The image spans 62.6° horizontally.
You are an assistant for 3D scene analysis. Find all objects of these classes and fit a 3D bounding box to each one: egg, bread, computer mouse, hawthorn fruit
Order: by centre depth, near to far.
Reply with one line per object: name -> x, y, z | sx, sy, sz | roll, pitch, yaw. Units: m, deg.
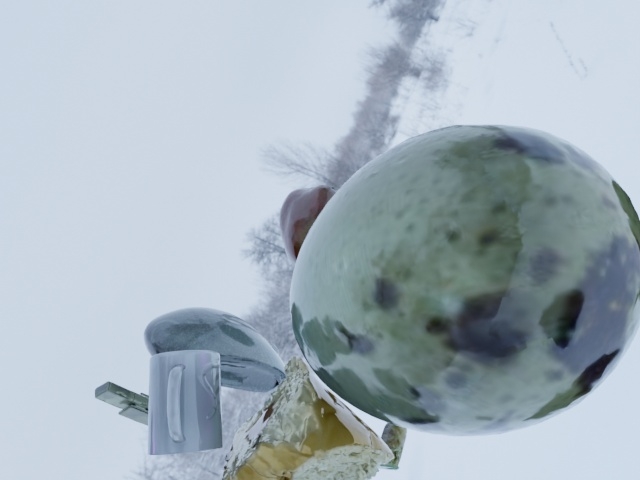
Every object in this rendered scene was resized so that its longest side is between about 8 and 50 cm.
egg -> 0.148, 0.053, 0.628 | 0.428, 0.345, 0.345 | -35, 23, 44
bread -> -0.058, 0.263, 0.723 | 0.183, 0.224, 0.211 | -47, -40, -4
computer mouse -> -0.185, 0.221, 1.094 | 0.374, 0.203, 0.114 | 27, -88, -49
hawthorn fruit -> 0.000, 0.000, 1.206 | 0.208, 0.208, 0.248 | 103, 178, -83
bread -> 0.171, 0.480, 1.250 | 0.066, 0.060, 0.110 | 100, -165, -59

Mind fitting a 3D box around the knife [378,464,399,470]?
knife -> 0.076, 0.510, 1.206 | 0.030, 0.207, 0.014 | 78, -163, -50

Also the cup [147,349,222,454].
cup -> -0.176, 0.218, 0.710 | 0.136, 0.099, 0.133 | -30, 58, 52

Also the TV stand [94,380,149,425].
TV stand -> -0.330, 0.337, 1.035 | 0.036, 0.249, 0.042 | -29, 43, 19
